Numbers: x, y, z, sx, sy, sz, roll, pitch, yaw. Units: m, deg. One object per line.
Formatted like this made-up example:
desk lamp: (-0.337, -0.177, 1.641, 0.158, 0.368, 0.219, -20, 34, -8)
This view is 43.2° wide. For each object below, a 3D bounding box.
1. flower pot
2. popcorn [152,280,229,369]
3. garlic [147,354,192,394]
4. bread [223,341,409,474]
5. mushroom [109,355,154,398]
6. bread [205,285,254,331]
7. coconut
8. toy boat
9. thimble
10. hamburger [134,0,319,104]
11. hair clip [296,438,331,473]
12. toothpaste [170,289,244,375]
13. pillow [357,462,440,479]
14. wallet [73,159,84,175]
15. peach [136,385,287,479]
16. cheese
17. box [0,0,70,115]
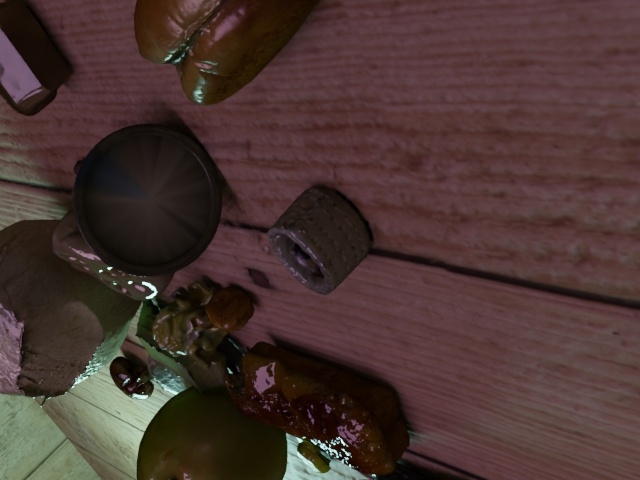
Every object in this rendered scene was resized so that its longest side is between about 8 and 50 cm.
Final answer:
flower pot: (-0.275, -0.055, 1.200, 0.212, 0.212, 0.203, 54, 159, -17)
popcorn: (-0.233, 0.151, 1.462, 0.135, 0.142, 0.162, -101, 0, -70)
garlic: (-0.326, 0.281, 1.789, 0.102, 0.087, 0.195, 9, 135, 27)
bread: (-0.029, 0.275, 1.390, 0.381, 0.109, 0.185, 13, 141, 41)
mushroom: (-0.480, 0.355, 2.073, 0.135, 0.080, 0.171, 41, 155, -16)
bread: (-0.153, 0.118, 1.376, 0.046, 0.081, 0.083, 56, -171, -48)
coconut: (-0.538, 0.118, 1.604, 0.347, 0.360, 0.346, 9, 116, 18)
toy boat: (-0.285, 0.214, 1.607, 0.276, 0.084, 0.111, 30, 153, 39)
thimble: (0.000, 0.000, 1.027, 0.102, 0.090, 0.115, 15, 142, 45)
hamburger: (-0.100, -0.231, 0.786, 0.144, 0.156, 0.283, 48, 152, -7)
hair clip: (-0.022, 0.416, 1.626, 0.072, 0.046, 0.173, 23, 147, 38)
toothpaste: (-0.201, 0.197, 1.573, 0.255, 0.037, 0.067, 48, 153, -2)
pillow: (0.205, 0.530, 1.444, 0.228, 0.101, 0.326, 5, 134, 46)
wallet: (-0.367, -0.087, 1.412, 0.153, 0.039, 0.118, 4, 131, 45)
peach: (-0.217, 0.430, 1.611, 0.281, 0.316, 0.314, 47, 136, 0)
cheese: (-0.347, 0.015, 1.387, 0.235, 0.117, 0.218, 1, 153, 42)
box: (-0.460, -0.279, 1.220, 0.111, 0.111, 0.177, 4, 132, 48)
